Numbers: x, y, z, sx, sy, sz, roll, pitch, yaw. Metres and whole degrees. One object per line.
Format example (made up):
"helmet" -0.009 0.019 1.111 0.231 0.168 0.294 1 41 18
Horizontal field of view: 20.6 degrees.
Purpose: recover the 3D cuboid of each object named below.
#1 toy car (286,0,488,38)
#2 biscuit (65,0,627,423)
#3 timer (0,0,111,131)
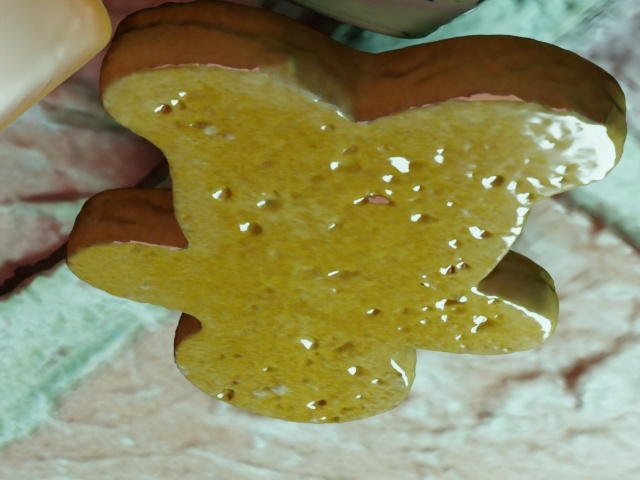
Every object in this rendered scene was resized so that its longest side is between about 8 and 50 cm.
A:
"toy car" -0.044 -0.119 0.458 0.224 0.076 0.090 25 137 -7
"biscuit" 0.000 -0.001 0.577 0.165 0.036 0.250 9 152 0
"timer" -0.206 -0.123 0.390 0.257 0.161 0.250 25 146 24
